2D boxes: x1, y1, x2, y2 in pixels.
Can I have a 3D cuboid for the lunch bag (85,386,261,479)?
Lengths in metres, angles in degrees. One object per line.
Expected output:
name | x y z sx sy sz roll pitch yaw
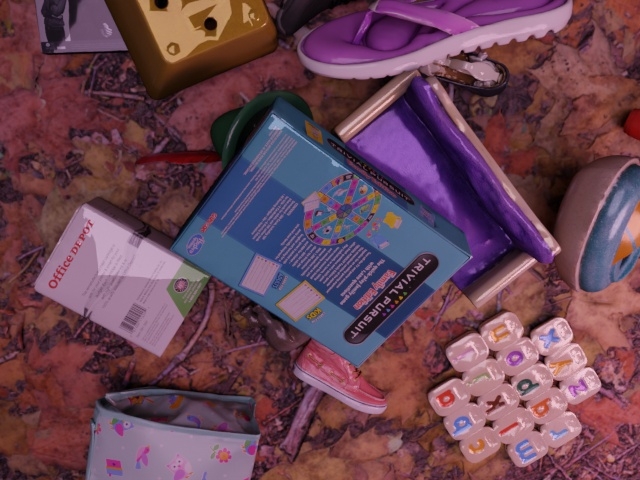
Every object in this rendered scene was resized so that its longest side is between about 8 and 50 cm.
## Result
lunch bag | -0.248 0.365 1.055 0.263 0.160 0.223 8 103 -12

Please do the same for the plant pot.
plant pot | -0.175 -0.325 0.867 0.212 0.187 0.212 -25 107 -7

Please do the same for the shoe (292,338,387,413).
shoe | 0.047 0.224 1.093 0.178 0.063 0.081 27 104 -6

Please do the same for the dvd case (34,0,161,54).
dvd case | -0.328 -0.397 0.939 0.180 0.029 0.238 -3 102 -4

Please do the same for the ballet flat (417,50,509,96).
ballet flat | 0.199 -0.274 0.990 0.203 0.074 0.074 18 101 -8

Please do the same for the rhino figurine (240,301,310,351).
rhino figurine | -0.005 0.090 1.055 0.243 0.073 0.106 -36 99 2

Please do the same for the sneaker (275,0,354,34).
sneaker | 0.045 -0.390 0.936 0.106 0.101 0.267 43 96 -14

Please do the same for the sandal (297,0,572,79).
sandal | 0.160 -0.334 0.923 0.417 0.169 0.102 -16 132 -12

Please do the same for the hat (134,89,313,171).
hat | -0.143 -0.172 1.008 0.209 0.184 0.172 -12 122 -46

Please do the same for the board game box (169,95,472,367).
board game box | 0.000 0.000 0.918 0.336 0.079 0.253 34 115 -15

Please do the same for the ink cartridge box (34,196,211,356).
ink cartridge box | -0.302 0.054 1.011 0.220 0.092 0.160 32 98 -10

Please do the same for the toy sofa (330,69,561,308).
toy sofa | 0.185 -0.075 0.980 0.150 0.177 0.362 -39 104 4

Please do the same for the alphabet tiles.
alphabet tiles | 0.345 0.266 1.149 0.278 0.021 0.284 -33 103 3

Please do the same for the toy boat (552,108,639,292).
toy boat | 0.483 -0.068 0.987 0.148 0.267 0.318 31 77 31
